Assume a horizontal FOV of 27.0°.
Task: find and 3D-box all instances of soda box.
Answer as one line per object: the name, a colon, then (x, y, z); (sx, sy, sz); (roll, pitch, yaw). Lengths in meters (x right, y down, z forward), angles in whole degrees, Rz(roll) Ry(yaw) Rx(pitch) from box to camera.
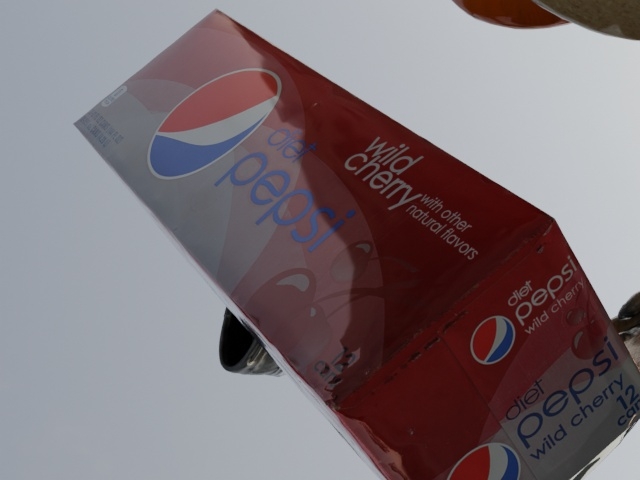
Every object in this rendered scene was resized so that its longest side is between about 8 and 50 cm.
soda box: (0.000, 0.000, 0.485); (0.092, 0.083, 0.263); (54, 172, -34)

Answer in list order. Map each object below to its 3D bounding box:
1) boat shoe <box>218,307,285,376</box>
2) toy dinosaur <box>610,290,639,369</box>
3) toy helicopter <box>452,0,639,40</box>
boat shoe: (-0.039, 0.006, 1.074); (0.076, 0.228, 0.080); (-4, -153, -42)
toy dinosaur: (0.214, 0.092, 0.585); (0.127, 0.296, 0.200); (-10, -88, -23)
toy helicopter: (0.213, -0.180, 0.475); (0.355, 0.140, 0.235); (-34, -131, -16)
